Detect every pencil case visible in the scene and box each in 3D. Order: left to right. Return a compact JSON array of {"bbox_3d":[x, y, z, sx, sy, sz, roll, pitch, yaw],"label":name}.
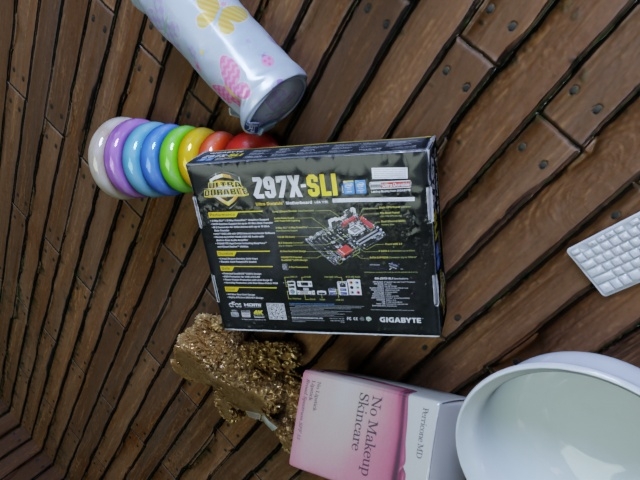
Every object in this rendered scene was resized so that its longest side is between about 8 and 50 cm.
[{"bbox_3d":[-0.138,-0.272,0.806,0.273,0.113,0.124,50,161,5],"label":"pencil case"}]

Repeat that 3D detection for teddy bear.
[{"bbox_3d":[-0.107,0.260,1.085,0.338,0.113,0.245,21,132,19],"label":"teddy bear"}]

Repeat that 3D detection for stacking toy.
[{"bbox_3d":[-0.205,-0.124,0.929,0.330,0.141,0.141,7,117,32],"label":"stacking toy"}]

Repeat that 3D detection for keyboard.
[{"bbox_3d":[0.380,-0.019,0.601,0.072,0.014,0.256,54,134,2],"label":"keyboard"}]

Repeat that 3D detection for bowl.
[{"bbox_3d":[0.324,0.243,0.702,0.298,0.134,0.297,19,123,31],"label":"bowl"}]

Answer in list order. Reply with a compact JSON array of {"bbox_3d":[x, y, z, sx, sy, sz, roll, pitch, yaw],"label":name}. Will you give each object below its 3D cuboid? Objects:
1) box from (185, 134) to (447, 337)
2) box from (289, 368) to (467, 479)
[{"bbox_3d":[0.000,0.000,0.801,0.322,0.079,0.257,-2,112,18],"label":"box"},{"bbox_3d":[0.088,0.284,0.876,0.232,0.127,0.148,3,81,37],"label":"box"}]
